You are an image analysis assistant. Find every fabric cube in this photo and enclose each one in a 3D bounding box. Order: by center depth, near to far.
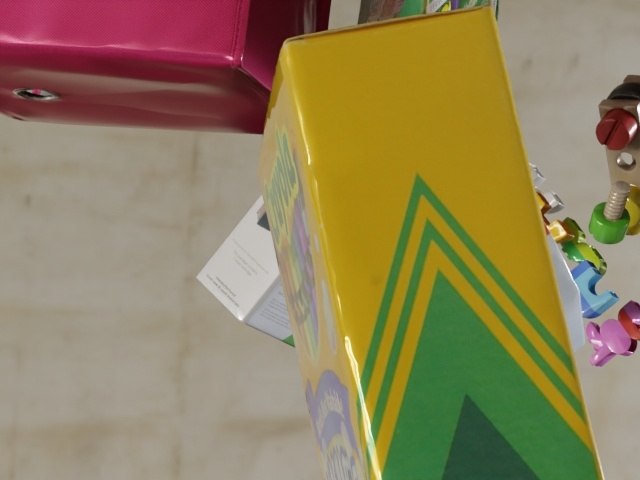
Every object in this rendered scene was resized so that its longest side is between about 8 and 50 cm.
[{"bbox_3d":[-0.139,-0.230,1.278,0.258,0.259,0.254,5,-8,12],"label":"fabric cube"}]

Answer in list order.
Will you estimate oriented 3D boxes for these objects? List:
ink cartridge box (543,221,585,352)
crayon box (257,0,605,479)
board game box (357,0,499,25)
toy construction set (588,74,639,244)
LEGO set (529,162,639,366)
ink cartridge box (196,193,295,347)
[{"bbox_3d":[0.119,0.061,1.329,0.189,0.232,0.066,-33,58,-10],"label":"ink cartridge box"},{"bbox_3d":[0.038,0.045,0.657,0.083,0.322,0.203,-10,-10,-6],"label":"crayon box"},{"bbox_3d":[0.080,-0.184,1.288,0.030,0.136,0.260,15,-17,-15],"label":"board game box"},{"bbox_3d":[0.376,-0.048,1.645,0.258,0.237,0.308,7,44,-1],"label":"toy construction set"},{"bbox_3d":[0.221,0.032,1.608,0.087,0.093,0.227,19,34,-57],"label":"LEGO set"},{"bbox_3d":[0.000,0.000,1.752,0.092,0.219,0.160,42,6,35],"label":"ink cartridge box"}]
